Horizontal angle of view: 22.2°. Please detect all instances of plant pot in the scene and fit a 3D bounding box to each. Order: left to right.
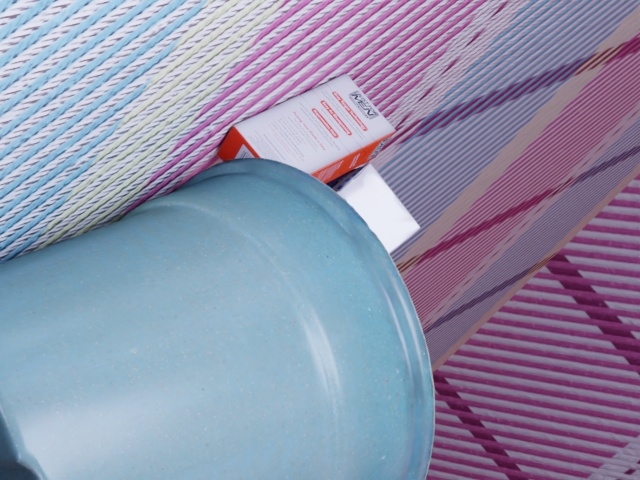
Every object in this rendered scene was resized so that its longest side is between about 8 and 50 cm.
[{"bbox_3d":[-0.151,0.135,1.204,0.334,0.341,0.341,-17,155,-44],"label":"plant pot"}]

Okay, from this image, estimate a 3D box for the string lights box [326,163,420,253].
[{"bbox_3d":[0.000,0.000,1.533,0.133,0.076,0.260,-38,-176,-5],"label":"string lights box"}]

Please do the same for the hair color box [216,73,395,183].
[{"bbox_3d":[-0.011,-0.083,1.368,0.141,0.072,0.043,-28,163,-40],"label":"hair color box"}]
